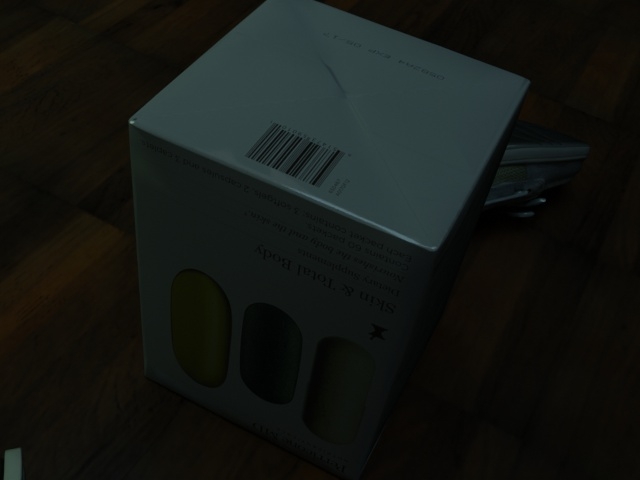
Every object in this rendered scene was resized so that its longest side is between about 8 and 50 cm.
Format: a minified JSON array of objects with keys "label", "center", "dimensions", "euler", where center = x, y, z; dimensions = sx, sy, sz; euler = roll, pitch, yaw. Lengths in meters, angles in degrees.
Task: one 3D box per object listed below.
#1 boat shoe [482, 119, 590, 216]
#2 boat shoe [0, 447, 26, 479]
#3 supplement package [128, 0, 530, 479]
[{"label":"boat shoe","center":[0.138,-0.061,0.802],"dimensions":[0.320,0.103,0.118],"euler":[-14,31,-30]},{"label":"boat shoe","center":[-0.216,0.251,0.412],"dimensions":[0.091,0.109,0.305],"euler":[5,49,-12]},{"label":"supplement package","center":[0.000,0.000,0.587],"dimensions":[0.199,0.263,0.198],"euler":[24,47,13]}]
